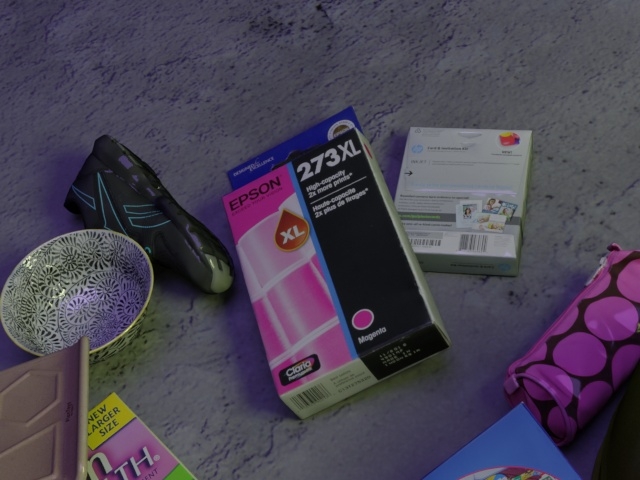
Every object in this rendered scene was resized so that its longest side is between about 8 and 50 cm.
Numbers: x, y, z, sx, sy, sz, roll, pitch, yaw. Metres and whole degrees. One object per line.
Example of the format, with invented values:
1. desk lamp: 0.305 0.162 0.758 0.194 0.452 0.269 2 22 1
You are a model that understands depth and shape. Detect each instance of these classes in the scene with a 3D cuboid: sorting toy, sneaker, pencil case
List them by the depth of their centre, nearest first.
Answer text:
1. sorting toy: -0.302 0.194 1.180 0.208 0.038 0.193 -23 37 8
2. pencil case: 0.266 0.100 1.247 0.098 0.095 0.209 46 65 -2
3. sneaker: -0.196 -0.010 1.442 0.106 0.101 0.267 -47 54 0

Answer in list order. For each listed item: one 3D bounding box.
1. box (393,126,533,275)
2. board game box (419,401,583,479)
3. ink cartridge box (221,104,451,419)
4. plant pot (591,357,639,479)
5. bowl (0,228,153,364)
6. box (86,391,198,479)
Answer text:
1. box: 0.158 -0.047 1.420 0.145 0.038 0.186 3 53 14
2. board game box: 0.103 0.331 1.036 0.347 0.078 0.233 -37 50 2
3. ink cartridge box: 0.000 0.000 1.375 0.175 0.069 0.371 -27 48 9
4. plant pot: 0.402 0.142 1.015 0.366 0.353 0.366 -6 51 7
5. bowl: -0.254 0.077 1.375 0.170 0.080 0.170 -5 51 7
6. box: -0.190 0.302 1.157 0.213 0.117 0.243 -38 54 -18
